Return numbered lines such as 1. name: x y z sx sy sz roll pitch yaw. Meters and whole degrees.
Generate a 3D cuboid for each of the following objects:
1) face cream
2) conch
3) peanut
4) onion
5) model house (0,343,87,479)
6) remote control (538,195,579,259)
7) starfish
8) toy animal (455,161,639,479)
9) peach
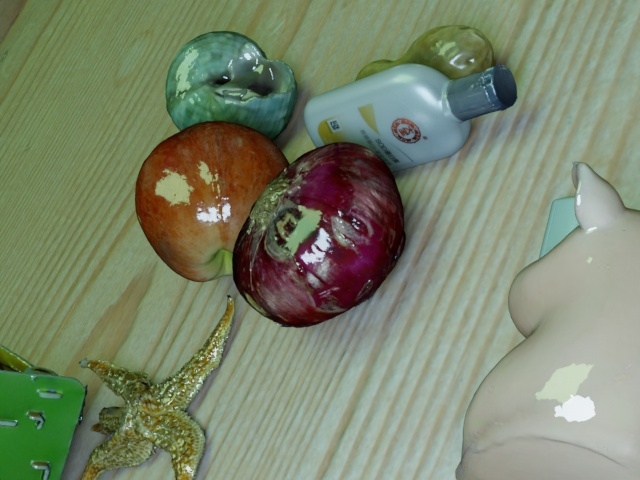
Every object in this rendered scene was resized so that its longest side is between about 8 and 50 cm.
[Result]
1. face cream: 0.115 -0.157 1.248 0.291 0.144 0.071 -12 36 42
2. conch: -0.148 -0.249 1.613 0.220 0.195 0.277 -24 17 7
3. peanut: 0.131 -0.220 1.320 0.229 0.098 0.103 -20 6 37
4. onion: 0.000 0.000 1.206 0.246 0.190 0.246 -43 16 16
5. model house: -0.581 0.270 1.476 0.323 0.340 0.300 34 109 58
6. remote control: 0.252 0.027 1.025 0.061 0.029 0.162 -9 55 47
7. starfish: -0.264 0.233 1.404 0.293 0.084 0.301 -18 52 38
8. toy animal: 0.242 0.106 0.853 0.213 0.195 0.256 123 170 -65
9. peach: -0.149 -0.074 1.408 0.232 0.232 0.256 -27 61 33
